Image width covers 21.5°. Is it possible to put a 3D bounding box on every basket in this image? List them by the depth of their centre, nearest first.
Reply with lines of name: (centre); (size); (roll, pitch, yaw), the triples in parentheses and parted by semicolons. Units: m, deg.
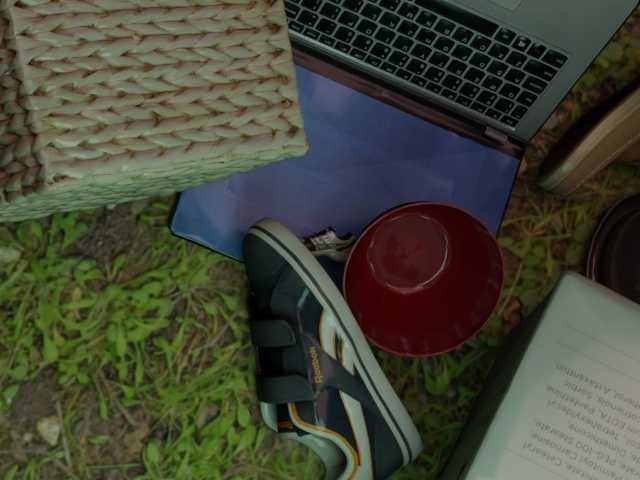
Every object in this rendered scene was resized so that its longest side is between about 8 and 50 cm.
basket: (-0.237, -0.172, 1.687); (0.331, 0.328, 0.266); (-10, 88, -37)

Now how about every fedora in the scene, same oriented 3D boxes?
fedora: (0.448, 0.063, 2.019); (0.243, 0.124, 0.275); (-18, 88, -19)

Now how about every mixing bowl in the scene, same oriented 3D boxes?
mixing bowl: (0.107, 0.028, 1.881); (0.181, 0.098, 0.181); (-3, 110, -8)

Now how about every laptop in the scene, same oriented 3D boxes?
laptop: (0.094, -0.145, 1.880); (0.382, 0.408, 0.236); (22, 43, -15)

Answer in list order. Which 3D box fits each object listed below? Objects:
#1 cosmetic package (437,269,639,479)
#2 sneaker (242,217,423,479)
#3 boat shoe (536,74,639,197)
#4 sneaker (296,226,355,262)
cosmetic package: (0.290, 0.302, 1.791); (0.327, 0.329, 0.394); (27, 74, 3)
sneaker: (-0.016, 0.136, 1.853); (0.127, 0.126, 0.321); (-33, 96, -19)
boat shoe: (0.406, -0.144, 2.035); (0.341, 0.121, 0.110); (-38, 94, -20)
sneaker: (0.000, 0.000, 1.895); (0.083, 0.032, 0.037); (9, 102, -21)
